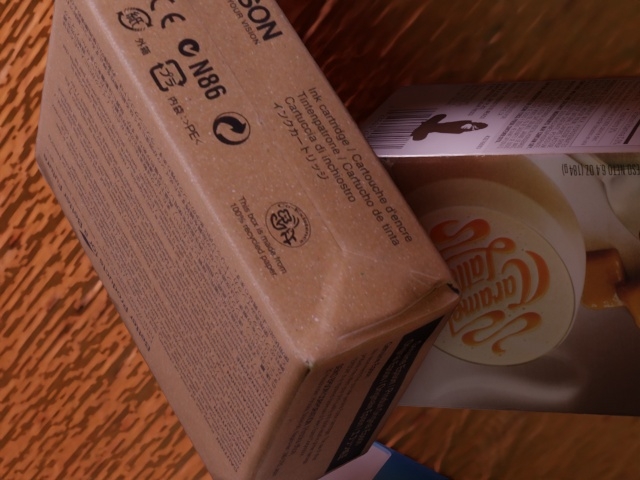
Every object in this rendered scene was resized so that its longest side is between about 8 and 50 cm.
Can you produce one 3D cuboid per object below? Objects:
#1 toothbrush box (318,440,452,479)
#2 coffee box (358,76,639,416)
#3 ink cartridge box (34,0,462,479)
[{"bbox_3d":[0.001,0.246,0.970,0.216,0.295,0.126,27,126,13],"label":"toothbrush box"},{"bbox_3d":[0.143,0.002,0.884,0.246,0.098,0.141,1,116,28],"label":"coffee box"},{"bbox_3d":[-0.046,-0.010,0.895,0.235,0.088,0.193,58,156,18],"label":"ink cartridge box"}]
